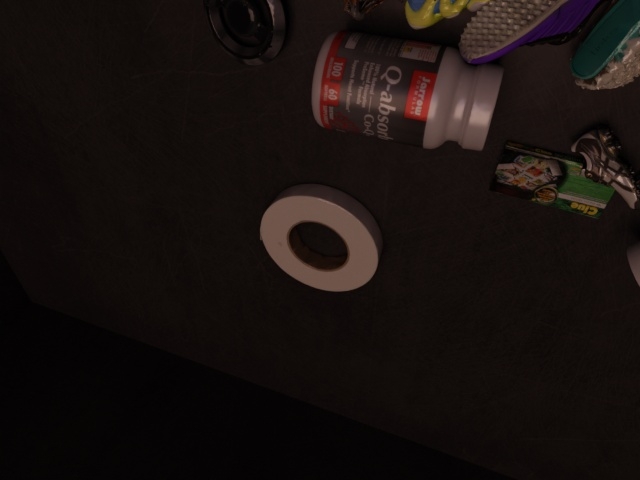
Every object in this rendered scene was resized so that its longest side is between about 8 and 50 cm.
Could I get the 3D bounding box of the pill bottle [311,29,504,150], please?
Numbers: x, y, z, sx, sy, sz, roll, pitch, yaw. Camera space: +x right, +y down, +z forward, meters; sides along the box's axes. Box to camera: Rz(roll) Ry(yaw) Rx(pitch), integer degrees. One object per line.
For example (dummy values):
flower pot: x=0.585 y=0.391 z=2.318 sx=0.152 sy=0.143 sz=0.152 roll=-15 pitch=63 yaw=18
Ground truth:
pill bottle: x=0.181 y=-0.313 z=1.024 sx=0.363 sy=0.210 sz=0.210 roll=15 pitch=135 yaw=14

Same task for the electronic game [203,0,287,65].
electronic game: x=-0.177 y=-0.524 z=1.124 sx=0.229 sy=0.048 sz=0.229 roll=19 pitch=133 yaw=21

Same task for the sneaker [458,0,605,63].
sneaker: x=0.398 y=-0.391 z=0.864 sx=0.293 sy=0.102 sz=0.146 roll=-32 pitch=145 yaw=16

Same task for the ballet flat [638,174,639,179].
ballet flat: x=0.729 y=-0.171 z=0.988 sx=0.079 sy=0.077 sz=0.221 roll=1 pitch=138 yaw=2

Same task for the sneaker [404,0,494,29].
sneaker: x=0.262 y=-0.492 z=0.904 sx=0.240 sy=0.091 sz=0.126 roll=-10 pitch=121 yaw=31

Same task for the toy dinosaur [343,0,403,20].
toy dinosaur: x=0.153 y=-0.540 z=0.849 sx=0.164 sy=0.218 sz=0.322 roll=9 pitch=124 yaw=-16

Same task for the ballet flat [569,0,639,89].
ballet flat: x=0.592 y=-0.425 z=0.796 sx=0.147 sy=0.147 sz=0.409 roll=29 pitch=139 yaw=0

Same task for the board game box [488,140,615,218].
board game box: x=0.545 y=-0.142 z=1.131 sx=0.259 sy=0.030 sz=0.136 roll=17 pitch=133 yaw=12

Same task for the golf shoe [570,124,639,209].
golf shoe: x=0.615 y=-0.145 z=1.033 sx=0.094 sy=0.077 sz=0.198 roll=-30 pitch=88 yaw=35

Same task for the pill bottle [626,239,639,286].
pill bottle: x=0.864 y=0.001 z=0.958 sx=0.229 sy=0.229 sz=0.407 roll=41 pitch=135 yaw=-13

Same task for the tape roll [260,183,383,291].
tape roll: x=0.000 y=0.000 z=1.504 sx=0.392 sy=0.072 sz=0.392 roll=15 pitch=135 yaw=15
